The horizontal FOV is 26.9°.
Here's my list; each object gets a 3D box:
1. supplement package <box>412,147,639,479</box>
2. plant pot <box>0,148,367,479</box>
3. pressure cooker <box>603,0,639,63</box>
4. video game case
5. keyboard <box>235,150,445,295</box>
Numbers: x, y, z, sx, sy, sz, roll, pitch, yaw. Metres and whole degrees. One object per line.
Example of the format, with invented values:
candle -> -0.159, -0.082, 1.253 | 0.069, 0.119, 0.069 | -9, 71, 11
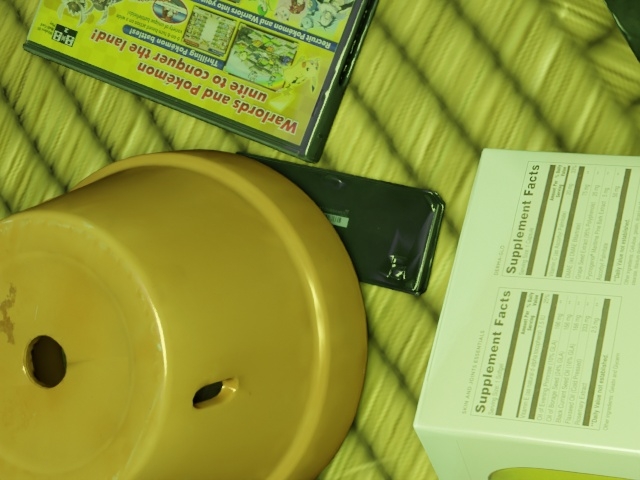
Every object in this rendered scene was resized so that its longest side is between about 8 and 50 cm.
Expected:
supplement package -> 0.220, 0.085, 0.803 | 0.262, 0.199, 0.198 | 4, 58, 22
plant pot -> -0.137, 0.078, 0.959 | 0.290, 0.203, 0.291 | 1, 93, 26
pressure cooker -> 0.341, -0.272, 0.693 | 0.420, 0.375, 0.370 | -23, 34, 28
video game case -> -0.081, -0.223, 1.062 | 0.274, 0.035, 0.248 | 23, 95, 20
keyboard -> 0.000, 0.000, 1.025 | 0.180, 0.023, 0.108 | 13, 86, 22
